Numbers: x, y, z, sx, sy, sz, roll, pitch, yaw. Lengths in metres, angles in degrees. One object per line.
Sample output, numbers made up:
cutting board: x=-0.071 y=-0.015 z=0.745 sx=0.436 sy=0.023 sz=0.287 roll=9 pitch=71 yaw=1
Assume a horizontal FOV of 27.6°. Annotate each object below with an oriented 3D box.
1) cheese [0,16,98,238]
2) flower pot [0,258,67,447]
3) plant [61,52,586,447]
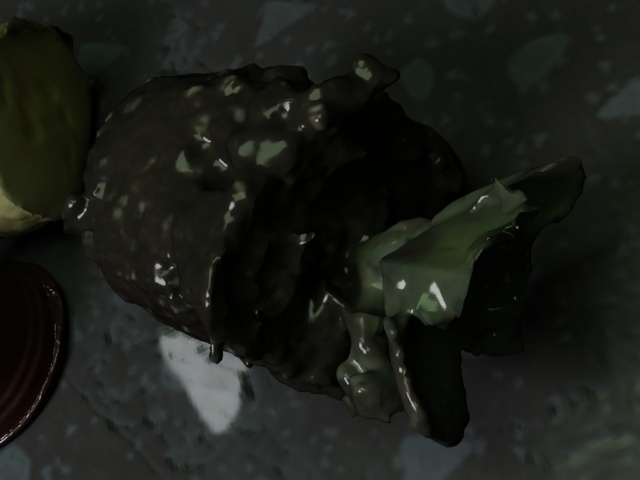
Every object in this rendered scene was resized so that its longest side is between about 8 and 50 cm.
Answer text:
cheese: x=-0.214 y=-0.050 z=0.702 sx=0.167 sy=0.094 sz=0.123 roll=-11 pitch=65 yaw=26
flower pot: x=-0.197 y=0.046 z=0.651 sx=0.111 sy=0.089 sz=0.111 roll=-12 pitch=63 yaw=25
plant: x=0.000 y=0.000 z=0.534 sx=0.203 sy=0.131 sz=0.142 roll=10 pitch=70 yaw=31
